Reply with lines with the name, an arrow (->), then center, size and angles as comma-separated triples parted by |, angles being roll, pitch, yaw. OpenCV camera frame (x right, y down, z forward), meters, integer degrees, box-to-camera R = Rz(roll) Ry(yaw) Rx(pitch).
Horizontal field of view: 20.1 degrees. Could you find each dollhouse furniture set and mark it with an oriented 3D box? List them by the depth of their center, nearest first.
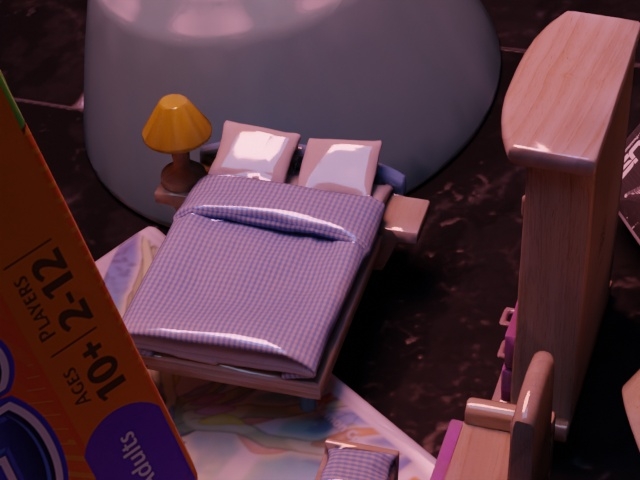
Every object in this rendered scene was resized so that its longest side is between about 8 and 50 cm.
dollhouse furniture set -> 0.000, 0.000, 1.003 | 0.303, 0.198, 0.286 | 10, 40, 15

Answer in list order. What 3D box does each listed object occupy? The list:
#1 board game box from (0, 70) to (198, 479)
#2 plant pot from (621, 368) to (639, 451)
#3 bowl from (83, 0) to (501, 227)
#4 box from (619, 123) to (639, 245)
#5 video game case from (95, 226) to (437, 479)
board game box -> -0.346, 0.021, 0.960 | 0.356, 0.357, 0.356 | -33, 39, -15
plant pot -> 0.300, 0.077, 0.888 | 0.274, 0.256, 0.256 | -26, 42, 12
bowl -> -0.038, -0.168, 1.260 | 0.311, 0.163, 0.311 | -8, 43, 8
box -> 0.283, -0.058, 1.040 | 0.231, 0.056, 0.183 | -51, 39, 23
video game case -> -0.123, 0.154, 1.050 | 0.300, 0.036, 0.329 | -36, 47, -20
